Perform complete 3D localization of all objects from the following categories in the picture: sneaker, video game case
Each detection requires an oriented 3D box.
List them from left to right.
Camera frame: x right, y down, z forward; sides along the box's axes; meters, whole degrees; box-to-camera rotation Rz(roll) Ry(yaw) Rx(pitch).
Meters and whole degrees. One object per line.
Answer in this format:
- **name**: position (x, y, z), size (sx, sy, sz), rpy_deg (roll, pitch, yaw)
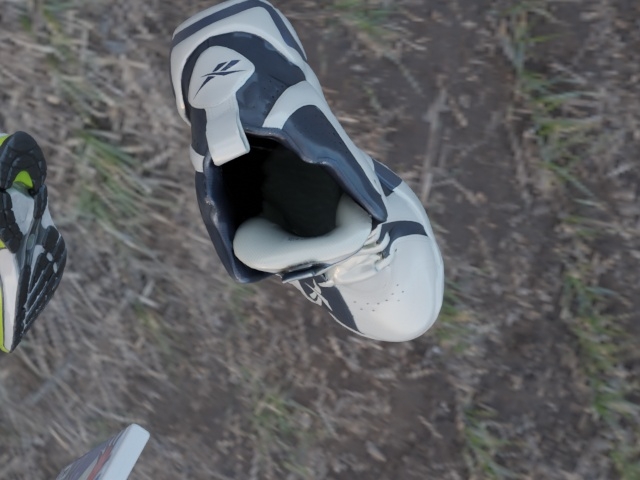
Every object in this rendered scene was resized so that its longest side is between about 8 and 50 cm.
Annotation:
- **sneaker**: position (-0.328, -0.007, 1.541), size (0.300, 0.121, 0.111), rpy_deg (94, 22, -47)
- **video game case**: position (-0.239, 0.269, 1.409), size (0.023, 0.183, 0.201), rpy_deg (36, 56, -13)
- **sneaker**: position (0.000, 0.000, 0.821), size (0.094, 0.153, 0.235), rpy_deg (-20, 124, 11)
